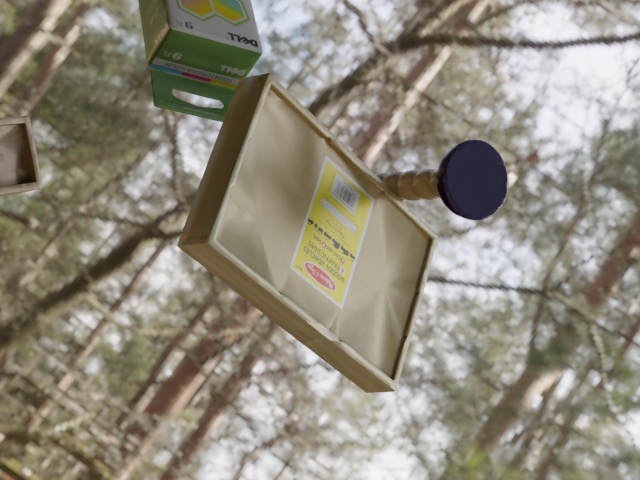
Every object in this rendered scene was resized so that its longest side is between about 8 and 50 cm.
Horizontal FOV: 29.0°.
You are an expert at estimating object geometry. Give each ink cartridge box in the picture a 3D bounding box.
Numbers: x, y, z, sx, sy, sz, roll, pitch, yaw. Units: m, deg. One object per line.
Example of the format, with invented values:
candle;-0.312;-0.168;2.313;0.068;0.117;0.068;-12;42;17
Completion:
ink cartridge box;-0.128;-0.226;1.314;0.109;0.209;0.062;11;-42;-30

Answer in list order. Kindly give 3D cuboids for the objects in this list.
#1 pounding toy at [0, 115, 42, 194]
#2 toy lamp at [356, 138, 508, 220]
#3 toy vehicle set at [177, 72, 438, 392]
pounding toy;-0.487;-0.133;1.821;0.100;0.130;0.141;-9;-87;38
toy lamp;0.061;-0.051;1.176;0.080;0.080;0.274;43;-22;-22
toy vehicle set;0.000;0.000;1.078;0.035;0.166;0.267;-6;-35;41
